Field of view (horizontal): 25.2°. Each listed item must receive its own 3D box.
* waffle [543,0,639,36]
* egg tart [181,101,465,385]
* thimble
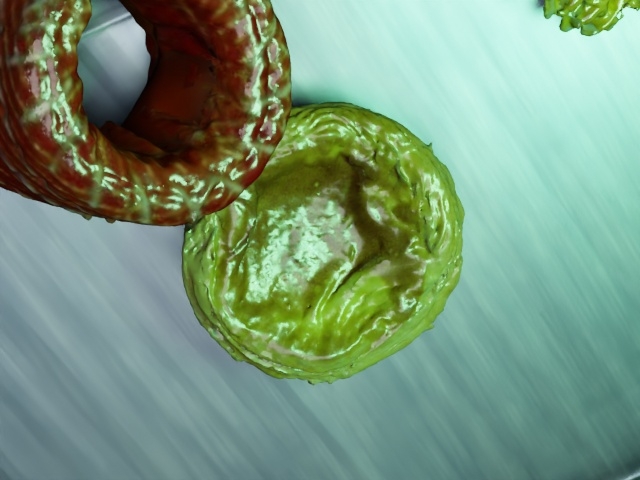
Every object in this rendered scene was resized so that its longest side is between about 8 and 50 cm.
[{"bbox_3d":[0.361,-0.362,1.645,0.262,0.060,0.280,-26,139,-28],"label":"waffle"},{"bbox_3d":[0.000,0.000,1.738,0.352,0.150,0.351,-2,103,-8],"label":"egg tart"},{"bbox_3d":[-0.224,-0.182,1.553,0.350,0.231,0.350,-9,104,-37],"label":"thimble"}]
